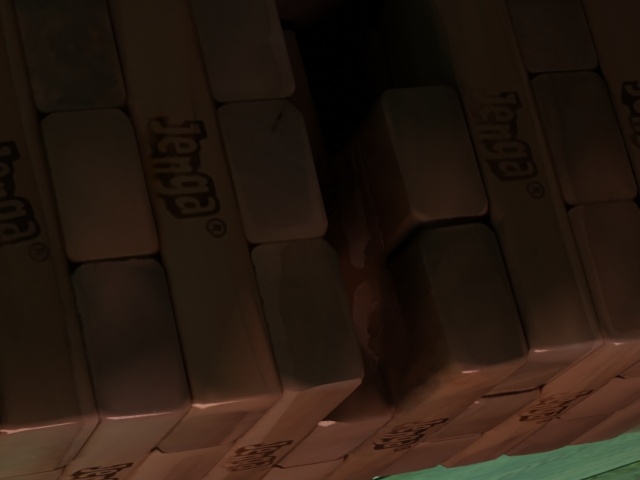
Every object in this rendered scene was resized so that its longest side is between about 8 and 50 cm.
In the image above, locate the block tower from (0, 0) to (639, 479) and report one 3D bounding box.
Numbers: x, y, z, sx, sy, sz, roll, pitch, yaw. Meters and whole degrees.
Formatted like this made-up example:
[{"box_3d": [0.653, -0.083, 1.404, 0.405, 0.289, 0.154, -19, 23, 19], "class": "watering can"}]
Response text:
[{"box_3d": [0.000, 0.000, 0.383, 0.335, 0.091, 0.097, -6, 161, -23], "class": "block tower"}]
